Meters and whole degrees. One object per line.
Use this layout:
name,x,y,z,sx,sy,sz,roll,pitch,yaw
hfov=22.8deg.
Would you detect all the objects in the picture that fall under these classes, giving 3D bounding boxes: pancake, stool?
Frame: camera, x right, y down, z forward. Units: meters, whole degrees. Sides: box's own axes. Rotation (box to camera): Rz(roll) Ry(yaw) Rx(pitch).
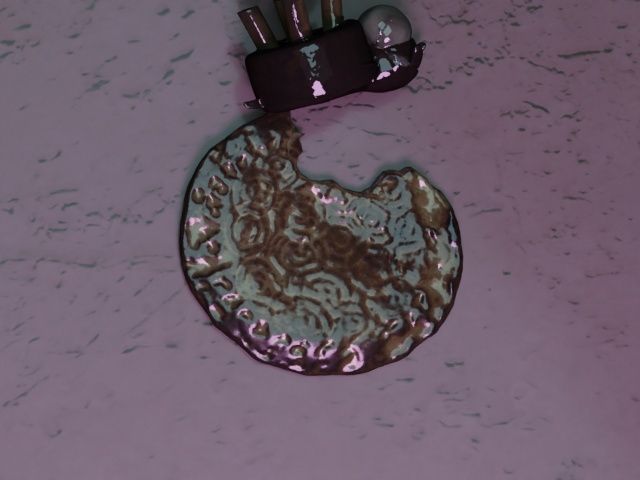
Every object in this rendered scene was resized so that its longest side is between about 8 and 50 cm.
pancake,0.000,0.000,1.631,0.288,0.033,0.286,-17,85,-10
stool,0.012,-0.196,1.604,0.217,0.125,0.121,-18,99,-20
